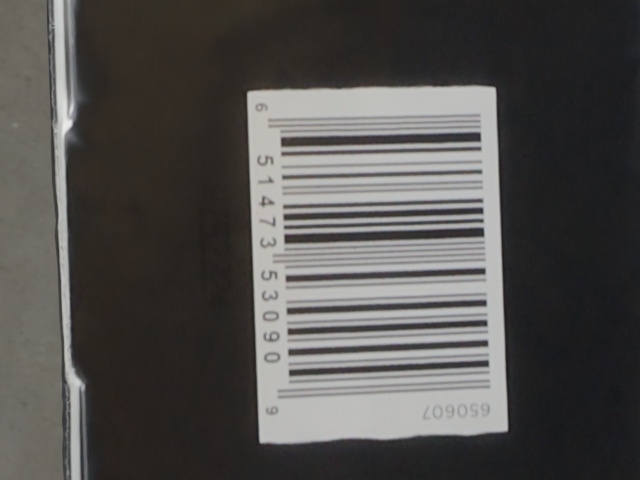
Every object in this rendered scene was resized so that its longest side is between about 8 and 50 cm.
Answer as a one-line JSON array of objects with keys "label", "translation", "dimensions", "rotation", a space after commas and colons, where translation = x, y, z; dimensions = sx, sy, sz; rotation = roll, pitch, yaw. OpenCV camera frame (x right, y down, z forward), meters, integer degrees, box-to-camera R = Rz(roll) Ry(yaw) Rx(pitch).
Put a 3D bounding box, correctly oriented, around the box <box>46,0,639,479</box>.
[{"label": "box", "translation": [0.000, 0.000, 0.761], "dimensions": [0.297, 0.472, 0.480], "rotation": [-2, 91, -6]}]
